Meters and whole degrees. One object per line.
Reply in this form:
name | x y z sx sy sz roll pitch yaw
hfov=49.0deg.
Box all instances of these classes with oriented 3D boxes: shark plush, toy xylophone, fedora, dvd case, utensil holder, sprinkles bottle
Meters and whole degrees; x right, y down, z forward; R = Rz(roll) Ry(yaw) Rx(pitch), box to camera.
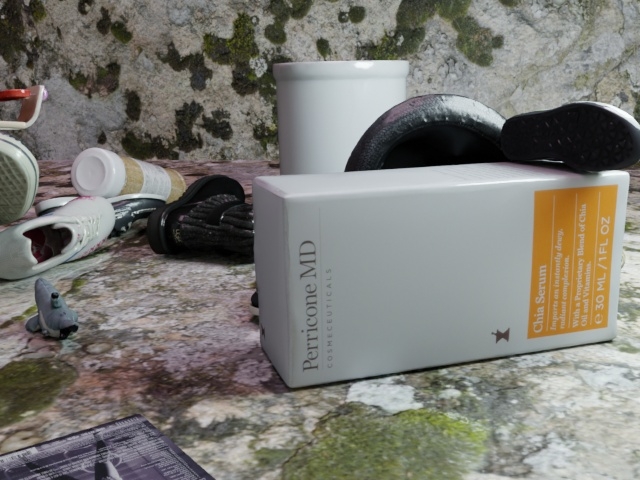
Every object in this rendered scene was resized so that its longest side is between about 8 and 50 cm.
shark plush | -0.374 0.101 0.974 0.073 0.067 0.161 -6 14 -21
toy xylophone | -0.626 -0.229 1.197 0.322 0.081 0.236 -8 11 -43
fedora | 0.169 -0.067 1.078 0.334 0.334 0.152 -5 17 -16
dvd case | -0.182 0.211 0.583 0.164 0.018 0.221 -9 14 -36
utensil holder | 0.052 -0.241 1.728 0.327 0.385 0.327 -1 14 0
sprinkles bottle | -0.469 -0.146 1.763 0.121 0.121 0.355 3 -2 18

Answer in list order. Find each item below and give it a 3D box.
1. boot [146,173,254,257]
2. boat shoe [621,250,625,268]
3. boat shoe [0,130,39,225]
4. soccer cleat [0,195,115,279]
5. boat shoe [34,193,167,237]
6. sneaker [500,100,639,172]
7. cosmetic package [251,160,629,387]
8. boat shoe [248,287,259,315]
boot | -0.170 -0.054 1.482 0.260 0.131 0.348 -4 22 21
boat shoe | 0.363 0.012 1.198 0.302 0.113 0.103 0 7 2
boat shoe | -0.634 -0.108 1.303 0.187 0.156 0.500 30 -30 -24
soccer cleat | -0.482 -0.010 1.351 0.143 0.116 0.331 -11 15 28
boat shoe | -0.491 -0.048 1.604 0.302 0.091 0.114 -8 -12 -31
sneaker | 0.336 -0.139 0.909 0.097 0.084 0.234 -6 14 -25
cosmetic package | 0.152 0.025 0.899 0.453 0.230 0.161 -6 14 -17
boat shoe | 0.030 0.038 1.108 0.340 0.113 0.127 -10 16 -35
